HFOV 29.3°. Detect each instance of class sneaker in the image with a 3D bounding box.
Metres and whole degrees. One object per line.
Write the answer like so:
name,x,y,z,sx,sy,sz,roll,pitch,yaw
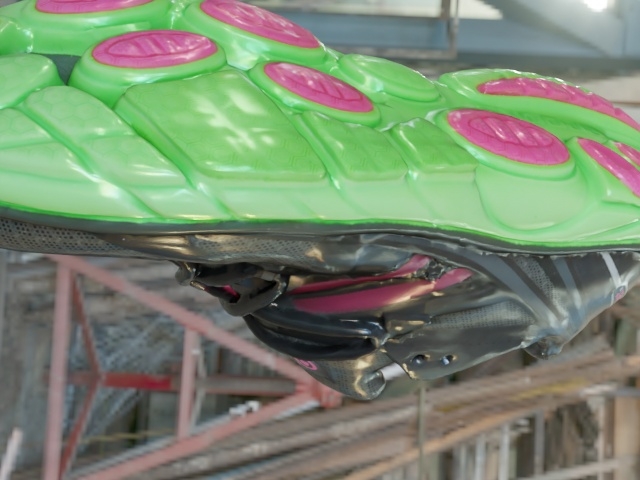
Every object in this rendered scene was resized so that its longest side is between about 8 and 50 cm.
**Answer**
sneaker,0.000,0.000,0.655,0.202,0.483,0.185,-63,-144,27
